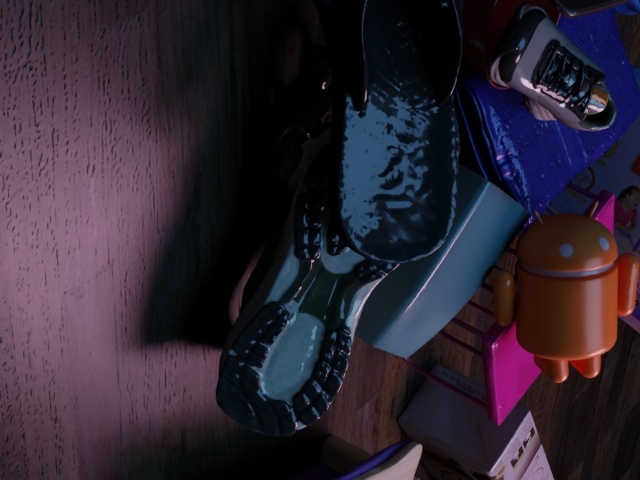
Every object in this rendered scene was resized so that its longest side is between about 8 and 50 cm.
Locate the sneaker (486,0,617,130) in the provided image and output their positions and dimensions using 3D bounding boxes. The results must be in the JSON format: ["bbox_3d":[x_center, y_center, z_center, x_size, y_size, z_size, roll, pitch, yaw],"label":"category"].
[{"bbox_3d":[0.278,-0.198,1.586,0.100,0.108,0.271,-62,150,3],"label":"sneaker"}]

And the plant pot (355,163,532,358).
[{"bbox_3d":[0.105,0.012,1.633,0.234,0.165,0.166,-59,151,3],"label":"plant pot"}]

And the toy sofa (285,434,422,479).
[{"bbox_3d":[-0.032,0.339,1.682,0.362,0.150,0.177,-15,120,-54],"label":"toy sofa"}]

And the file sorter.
[{"bbox_3d":[0.250,0.058,1.871,0.290,0.182,0.202,-47,148,-24],"label":"file sorter"}]

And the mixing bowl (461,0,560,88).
[{"bbox_3d":[0.206,-0.281,1.610,0.181,0.098,0.181,-38,142,-36],"label":"mixing bowl"}]

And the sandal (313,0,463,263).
[{"bbox_3d":[0.079,-0.196,1.305,0.167,0.107,0.446,-10,102,-18],"label":"sandal"}]

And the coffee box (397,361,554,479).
[{"bbox_3d":[0.247,0.328,2.100,0.119,0.168,0.297,-54,149,-16],"label":"coffee box"}]

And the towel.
[{"bbox_3d":[0.298,-0.185,1.805,0.308,0.076,0.227,-40,118,-32],"label":"towel"}]

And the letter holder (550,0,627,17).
[{"bbox_3d":[0.346,-0.402,1.534,0.302,0.214,0.152,-30,171,-39],"label":"letter holder"}]

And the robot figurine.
[{"bbox_3d":[0.300,0.062,1.664,0.128,0.158,0.219,-34,125,-58],"label":"robot figurine"}]

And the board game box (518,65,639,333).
[{"bbox_3d":[0.480,-0.047,1.966,0.086,0.308,0.302,-9,134,-55],"label":"board game box"}]

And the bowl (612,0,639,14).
[{"bbox_3d":[0.506,-0.505,1.934,0.391,0.077,0.391,-38,143,-37],"label":"bowl"}]

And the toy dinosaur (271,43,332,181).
[{"bbox_3d":[0.030,-0.171,1.456,0.268,0.064,0.118,-41,160,-33],"label":"toy dinosaur"}]

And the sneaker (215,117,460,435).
[{"bbox_3d":[0.000,0.000,1.476,0.158,0.182,0.410,29,97,-18],"label":"sneaker"}]
